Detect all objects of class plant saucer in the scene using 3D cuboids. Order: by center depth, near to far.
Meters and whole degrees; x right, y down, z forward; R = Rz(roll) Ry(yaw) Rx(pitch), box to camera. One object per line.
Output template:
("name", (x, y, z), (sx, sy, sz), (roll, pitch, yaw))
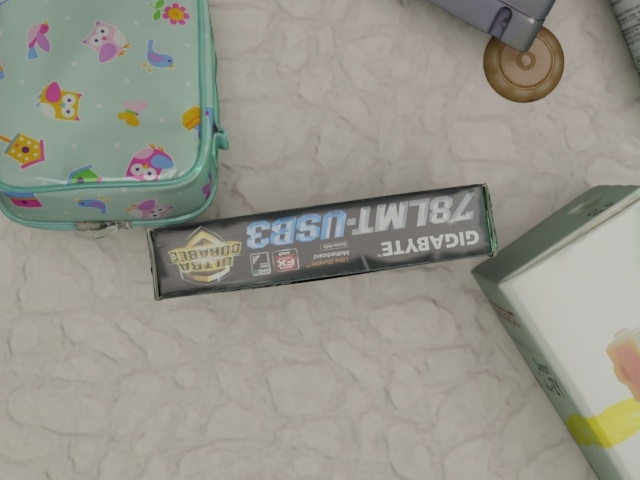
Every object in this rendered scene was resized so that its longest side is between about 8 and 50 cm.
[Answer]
("plant saucer", (0.208, -0.182, 1.544), (0.083, 0.015, 0.083), (0, 92, -1))

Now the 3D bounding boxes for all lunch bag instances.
("lunch bag", (-0.200, -0.137, 1.447), (0.224, 0.108, 0.279), (-1, 64, -4))

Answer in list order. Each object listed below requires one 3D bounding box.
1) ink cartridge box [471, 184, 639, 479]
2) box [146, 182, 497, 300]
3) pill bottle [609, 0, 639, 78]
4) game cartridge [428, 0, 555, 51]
("ink cartridge box", (0.313, 0.151, 1.424), (0.160, 0.279, 0.384), (-32, 91, 1))
("box", (0.000, 0.000, 1.407), (0.296, 0.293, 0.073), (-9, 92, -1))
("pill bottle", (0.375, -0.217, 1.473), (0.160, 0.160, 0.283), (-22, 92, 0))
("game cartridge", (0.098, -0.364, 1.452), (0.355, 0.068, 0.230), (32, 108, 11))
